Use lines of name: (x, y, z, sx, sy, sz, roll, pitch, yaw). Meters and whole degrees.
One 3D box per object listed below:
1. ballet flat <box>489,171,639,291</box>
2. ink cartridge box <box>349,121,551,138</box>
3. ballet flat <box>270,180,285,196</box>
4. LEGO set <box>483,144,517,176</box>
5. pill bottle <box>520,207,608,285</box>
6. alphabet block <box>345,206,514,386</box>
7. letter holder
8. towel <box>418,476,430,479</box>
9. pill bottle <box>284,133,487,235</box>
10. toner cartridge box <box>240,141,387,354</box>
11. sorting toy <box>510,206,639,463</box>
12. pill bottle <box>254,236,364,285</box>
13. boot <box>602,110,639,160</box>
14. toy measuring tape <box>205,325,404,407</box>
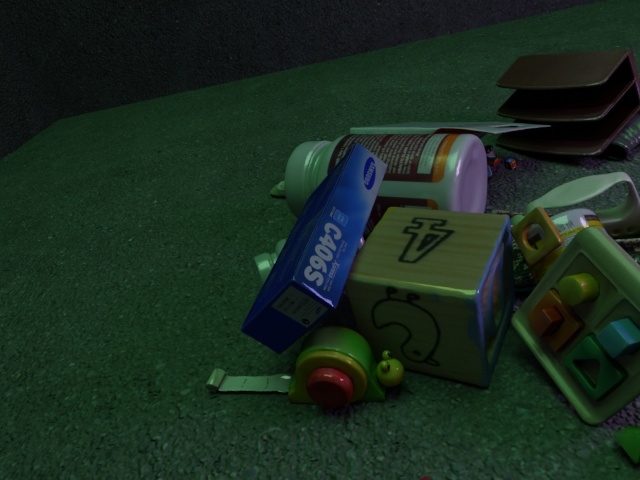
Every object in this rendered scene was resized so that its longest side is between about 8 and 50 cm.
ballet flat: (0.510, -0.026, 0.835, 0.483, 0.182, 0.164, -6, 24, 14)
ink cartridge box: (0.310, -0.240, 1.260, 0.385, 0.091, 0.308, 13, 21, 41)
ballet flat: (-0.070, -0.148, 1.408, 0.168, 0.052, 0.057, 6, 37, 31)
LEGO set: (0.355, -0.165, 1.279, 0.244, 0.060, 0.182, -17, 29, 19)
pill bottle: (0.378, 0.071, 0.730, 0.117, 0.117, 0.215, -17, 66, -3)
alphabet block: (0.177, 0.077, 0.800, 0.197, 0.192, 0.193, 6, 38, 32)
letter holder: (0.576, -0.335, 1.273, 0.214, 0.152, 0.302, -46, 32, -12)
towel: (0.040, 0.381, 0.528, 0.275, 0.031, 0.199, -21, 33, -6)
pill bottle: (0.134, -0.116, 1.105, 0.392, 0.224, 0.224, 8, 37, 32)
toner cartridge box: (0.000, 0.000, 0.832, 0.165, 0.075, 0.348, -44, 15, 43)
sorting toy: (0.331, 0.109, 0.646, 0.047, 0.196, 0.347, -5, 47, -27)
pill bottle: (-0.019, 0.039, 1.020, 0.208, 0.117, 0.117, -19, 31, -7)
boot: (0.696, -0.280, 1.276, 0.161, 0.083, 0.246, -27, 31, -10)
toy measuring tape: (-0.038, 0.189, 0.791, 0.330, 0.121, 0.121, -3, 33, 18)
